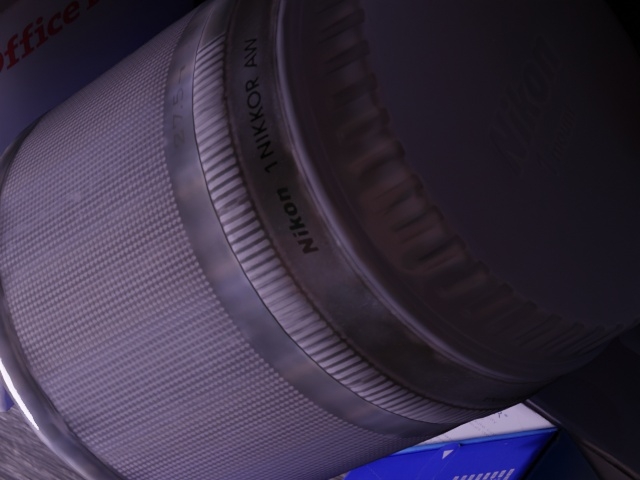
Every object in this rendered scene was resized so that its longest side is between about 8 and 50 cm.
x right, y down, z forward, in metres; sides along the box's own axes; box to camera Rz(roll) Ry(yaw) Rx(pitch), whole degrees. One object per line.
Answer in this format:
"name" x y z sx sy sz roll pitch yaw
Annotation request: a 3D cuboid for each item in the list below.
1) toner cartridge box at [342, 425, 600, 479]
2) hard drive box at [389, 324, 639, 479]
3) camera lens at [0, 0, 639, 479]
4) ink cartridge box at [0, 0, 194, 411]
"toner cartridge box" -0.003 0.238 0.833 0.165 0.348 0.075 -15 115 51
"hard drive box" 0.121 0.135 0.984 0.181 0.089 0.232 35 144 12
"camera lens" -0.006 -0.006 0.770 0.274 0.219 0.219 -28 105 39
"ink cartridge box" -0.203 -0.088 0.981 0.197 0.198 0.270 27 140 23
